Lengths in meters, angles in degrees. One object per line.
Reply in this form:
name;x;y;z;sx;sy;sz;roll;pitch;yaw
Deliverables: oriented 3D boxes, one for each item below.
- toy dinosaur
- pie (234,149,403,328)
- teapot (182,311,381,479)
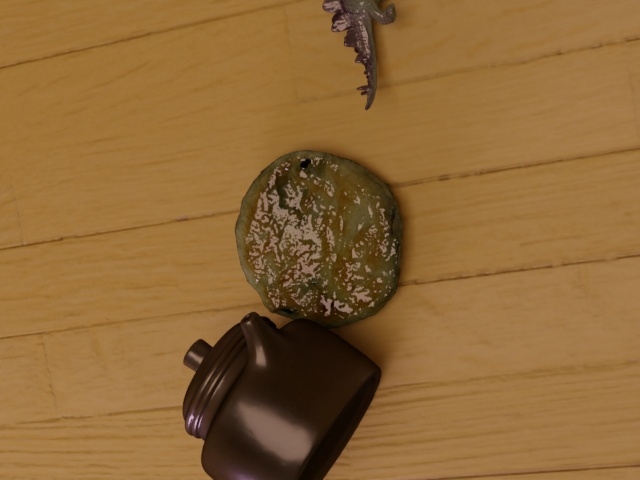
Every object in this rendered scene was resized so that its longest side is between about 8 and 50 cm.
toy dinosaur;0.042;-0.228;1.285;0.082;0.039;0.208;-4;85;26
pie;0.000;0.000;1.333;0.187;0.041;0.186;3;98;21
teapot;-0.059;0.163;1.307;0.175;0.185;0.267;34;144;14
